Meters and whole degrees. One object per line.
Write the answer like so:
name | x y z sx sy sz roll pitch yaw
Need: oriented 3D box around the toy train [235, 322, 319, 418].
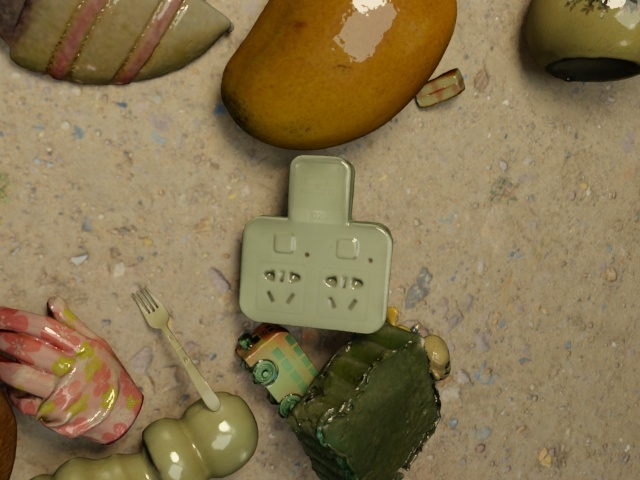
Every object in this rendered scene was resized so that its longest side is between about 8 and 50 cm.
toy train | -0.062 0.219 0.941 0.099 0.072 0.188 -37 110 -12

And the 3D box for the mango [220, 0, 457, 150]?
mango | 0.029 -0.284 0.827 0.378 0.221 0.264 -40 115 -1

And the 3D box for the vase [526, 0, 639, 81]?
vase | 0.529 -0.435 0.953 0.241 0.329 0.302 3 95 -66

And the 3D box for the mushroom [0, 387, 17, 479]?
mushroom | -0.550 0.244 0.679 0.345 0.239 0.345 0 88 10

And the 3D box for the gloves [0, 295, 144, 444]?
gloves | -0.361 0.176 0.783 0.145 0.126 0.241 -51 123 -21

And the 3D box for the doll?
doll | 0.182 0.197 1.032 0.089 0.102 0.179 -28 119 30

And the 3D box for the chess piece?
chess piece | -0.245 0.350 0.845 0.330 0.182 0.182 -27 107 -21

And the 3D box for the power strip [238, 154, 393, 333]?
power strip | 0.000 0.000 0.898 0.230 0.141 0.260 5 95 7

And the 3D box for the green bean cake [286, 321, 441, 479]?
green bean cake | 0.079 0.280 0.926 0.241 0.132 0.255 -43 130 -26

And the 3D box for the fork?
fork | -0.213 0.164 0.857 0.034 0.028 0.219 -34 80 -21

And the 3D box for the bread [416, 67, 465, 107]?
bread | 0.222 -0.270 0.985 0.109 0.062 0.043 -30 107 -18

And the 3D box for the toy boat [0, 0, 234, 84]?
toy boat | -0.301 -0.322 0.744 0.276 0.111 0.293 -37 122 -1
